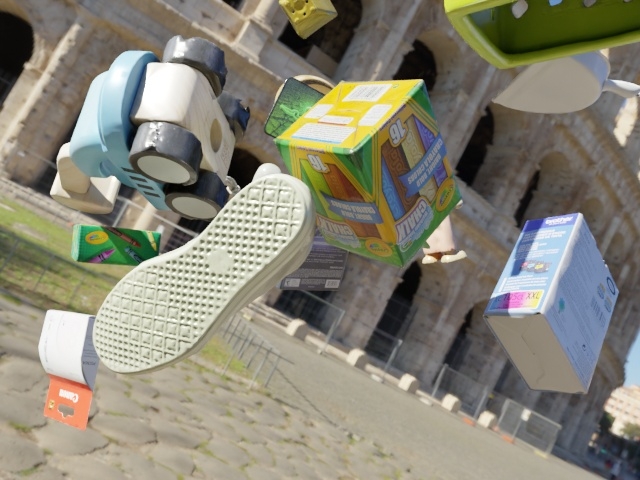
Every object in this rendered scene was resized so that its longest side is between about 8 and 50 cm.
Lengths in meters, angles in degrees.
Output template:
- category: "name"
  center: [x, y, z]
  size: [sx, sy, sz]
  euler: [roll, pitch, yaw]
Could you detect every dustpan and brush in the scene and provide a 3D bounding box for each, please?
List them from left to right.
- category: "dustpan and brush"
  center: [0.376, -0.223, 0.813]
  size: [0.211, 0.060, 0.147]
  euler: [17, -18, -10]

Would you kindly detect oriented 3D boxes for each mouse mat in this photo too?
- category: "mouse mat"
  center: [-0.020, -0.272, 1.300]
  size: [0.190, 0.152, 0.007]
  euler: [26, -12, -12]

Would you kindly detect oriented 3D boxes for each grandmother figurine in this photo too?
- category: "grandmother figurine"
  center: [0.293, -0.112, 1.538]
  size: [0.208, 0.342, 0.104]
  euler: [-7, 8, 35]

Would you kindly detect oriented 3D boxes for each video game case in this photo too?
- category: "video game case"
  center: [0.000, 0.000, 1.485]
  size: [0.196, 0.274, 0.026]
  euler: [5, 15, -36]

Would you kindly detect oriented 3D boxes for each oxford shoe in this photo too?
- category: "oxford shoe"
  center: [-0.174, 0.065, 0.888]
  size: [0.169, 0.449, 0.130]
  euler: [54, 15, 11]

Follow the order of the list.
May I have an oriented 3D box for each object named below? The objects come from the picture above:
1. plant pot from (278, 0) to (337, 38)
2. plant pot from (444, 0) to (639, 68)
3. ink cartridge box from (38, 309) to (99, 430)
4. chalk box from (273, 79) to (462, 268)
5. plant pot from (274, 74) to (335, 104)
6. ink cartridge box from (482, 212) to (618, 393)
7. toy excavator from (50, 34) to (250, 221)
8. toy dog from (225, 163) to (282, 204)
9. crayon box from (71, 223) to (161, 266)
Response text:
- category: "plant pot"
  center: [-0.029, -0.426, 1.039]
  size: [0.081, 0.081, 0.083]
  euler: [57, 21, -11]
- category: "plant pot"
  center: [0.251, -0.311, 0.544]
  size: [0.228, 0.207, 0.227]
  euler: [-3, 0, 29]
- category: "ink cartridge box"
  center: [-0.550, 0.272, 1.222]
  size: [0.189, 0.232, 0.066]
  euler: [-1, -18, 39]
- category: "chalk box"
  center: [0.092, -0.086, 0.911]
  size: [0.180, 0.179, 0.289]
  euler: [16, -37, 46]
- category: "plant pot"
  center: [-0.016, -0.372, 1.633]
  size: [0.236, 0.236, 0.032]
  euler: [29, -22, -17]
- category: "ink cartridge box"
  center: [0.567, 0.124, 1.348]
  size: [0.151, 0.395, 0.270]
  euler: [-8, -55, 48]
- category: "toy excavator"
  center: [-0.365, -0.169, 1.051]
  size: [0.445, 0.222, 0.433]
  euler: [7, -21, 10]
- category: "toy dog"
  center: [-0.180, -0.032, 1.567]
  size: [0.161, 0.220, 0.333]
  euler: [49, -33, 31]
- category: "crayon box"
  center: [-0.476, 0.010, 1.301]
  size: [0.165, 0.081, 0.278]
  euler: [6, -1, -25]
